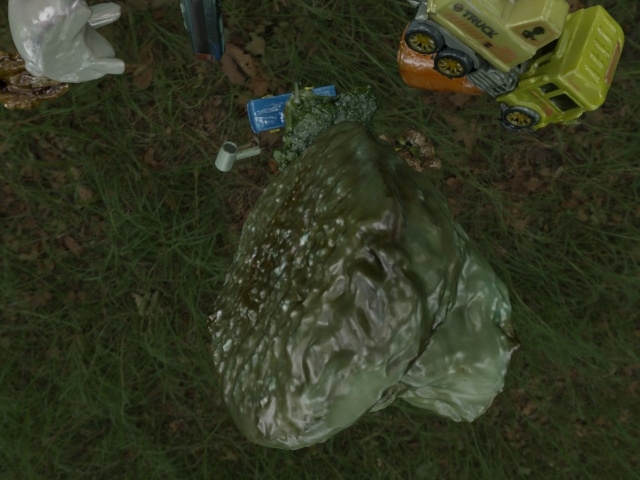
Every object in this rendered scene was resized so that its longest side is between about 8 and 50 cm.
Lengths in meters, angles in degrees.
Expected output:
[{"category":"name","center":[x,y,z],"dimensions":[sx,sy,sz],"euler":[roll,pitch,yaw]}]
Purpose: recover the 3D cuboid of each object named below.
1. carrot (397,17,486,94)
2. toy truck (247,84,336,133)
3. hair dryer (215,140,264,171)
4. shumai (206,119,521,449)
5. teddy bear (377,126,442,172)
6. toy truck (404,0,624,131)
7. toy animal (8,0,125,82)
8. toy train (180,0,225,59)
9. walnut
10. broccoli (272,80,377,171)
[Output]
[{"category":"carrot","center":[0.293,-0.379,0.890],"dimensions":[0.159,0.225,0.159],"euler":[-25,136,-28]},{"category":"toy truck","center":[-0.117,-0.559,1.768],"dimensions":[0.384,0.162,0.161],"euler":[-11,105,-4]},{"category":"hair dryer","center":[-0.171,-0.195,0.930],"dimensions":[0.038,0.124,0.063],"euler":[57,142,11]},{"category":"shumai","center":[0.069,0.069,0.521],"dimensions":[0.323,0.398,0.324],"euler":[25,113,-25]},{"category":"teddy bear","center":[0.292,-0.294,1.400],"dimensions":[0.246,0.296,0.223],"euler":[23,91,16]},{"category":"toy truck","center":[0.237,-0.248,0.490],"dimensions":[0.272,0.157,0.124],"euler":[26,84,-24]},{"category":"toy animal","center":[-0.407,-0.381,0.641],"dimensions":[0.138,0.140,0.283],"euler":[-20,75,3]},{"category":"toy train","center":[-0.247,-0.539,0.825],"dimensions":[0.089,0.086,0.409],"euler":[-2,160,-8]},{"category":"walnut","center":[-0.654,-0.358,0.918],"dimensions":[0.170,0.069,0.143],"euler":[-19,160,-21]},{"category":"broccoli","center":[0.010,-0.313,1.171],"dimensions":[0.283,0.321,0.304],"euler":[50,138,20]}]
